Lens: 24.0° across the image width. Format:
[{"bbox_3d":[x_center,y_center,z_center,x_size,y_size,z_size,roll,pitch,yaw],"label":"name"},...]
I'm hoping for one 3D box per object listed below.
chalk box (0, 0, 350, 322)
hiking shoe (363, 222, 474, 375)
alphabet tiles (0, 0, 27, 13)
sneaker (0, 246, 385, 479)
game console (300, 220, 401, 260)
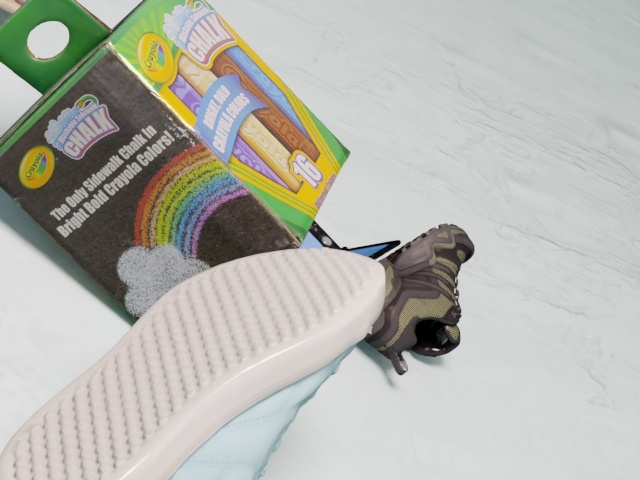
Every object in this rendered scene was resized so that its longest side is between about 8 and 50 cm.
[{"bbox_3d":[-0.148,-0.093,1.279,0.289,0.180,0.179,47,30,-11],"label":"chalk box"},{"bbox_3d":[0.100,0.061,1.512,0.227,0.086,0.114,-30,87,-52],"label":"hiking shoe"},{"bbox_3d":[-0.430,-0.319,1.424,0.342,0.011,0.285,24,26,-26],"label":"alphabet tiles"},{"bbox_3d":[-0.084,0.134,1.104,0.135,0.150,0.366,24,43,35],"label":"sneaker"},{"bbox_3d":[0.000,0.000,1.471,0.107,0.071,0.122,47,31,10],"label":"game console"}]
